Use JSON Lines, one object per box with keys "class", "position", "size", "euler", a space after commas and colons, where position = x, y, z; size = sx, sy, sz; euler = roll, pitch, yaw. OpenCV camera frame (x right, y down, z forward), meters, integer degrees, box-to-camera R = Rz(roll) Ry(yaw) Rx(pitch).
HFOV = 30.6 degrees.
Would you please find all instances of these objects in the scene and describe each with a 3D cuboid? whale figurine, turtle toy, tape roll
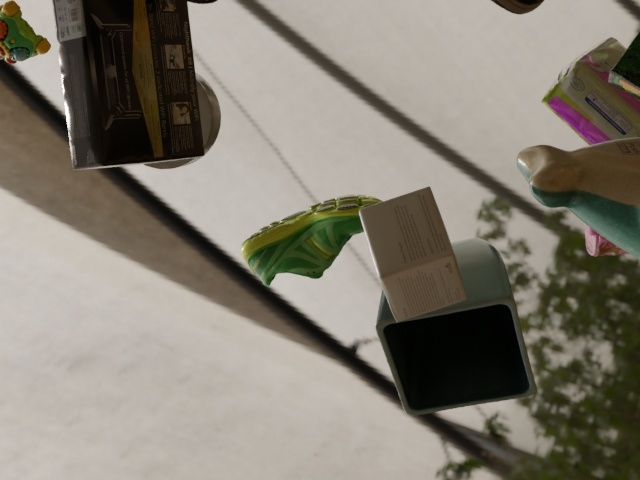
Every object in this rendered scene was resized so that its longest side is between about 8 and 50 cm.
{"class": "whale figurine", "position": [0.354, -0.038, 1.322], "size": [0.216, 0.271, 0.141], "euler": [-99, 16, -63]}
{"class": "turtle toy", "position": [-0.477, -0.309, 1.796], "size": [0.066, 0.130, 0.095], "euler": [-48, -66, -21]}
{"class": "tape roll", "position": [-0.326, -0.263, 2.495], "size": [0.072, 0.219, 0.219], "euler": [-35, -39, -76]}

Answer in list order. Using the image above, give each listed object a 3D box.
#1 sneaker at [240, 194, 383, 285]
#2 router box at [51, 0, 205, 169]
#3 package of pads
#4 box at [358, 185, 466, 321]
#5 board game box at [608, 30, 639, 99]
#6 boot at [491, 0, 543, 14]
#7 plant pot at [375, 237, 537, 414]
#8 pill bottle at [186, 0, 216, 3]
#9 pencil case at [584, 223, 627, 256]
{"class": "sneaker", "position": [0.000, 0.000, 2.156], "size": [0.124, 0.295, 0.109], "euler": [65, -159, -13]}
{"class": "router box", "position": [-0.323, -0.283, 1.992], "size": [0.243, 0.081, 0.309], "euler": [-10, -84, -51]}
{"class": "package of pads", "position": [0.510, -0.225, 1.986], "size": [0.101, 0.229, 0.296], "euler": [-50, -8, 30]}
{"class": "box", "position": [0.103, 0.016, 1.307], "size": [0.102, 0.087, 0.101], "euler": [67, -174, -52]}
{"class": "board game box", "position": [0.408, -0.134, 1.059], "size": [0.136, 0.259, 0.030], "euler": [-54, -17, -7]}
{"class": "boot", "position": [0.333, -0.499, 1.768], "size": [0.284, 0.138, 0.377], "euler": [-39, -27, 26]}
{"class": "plant pot", "position": [0.248, 0.134, 2.174], "size": [0.252, 0.247, 0.247], "euler": [-87, -19, -51]}
{"class": "pill bottle", "position": [-0.190, -0.512, 1.927], "size": [0.219, 0.122, 0.123], "euler": [-67, -11, 27]}
{"class": "pencil case", "position": [0.758, -0.029, 2.518], "size": [0.167, 0.385, 0.160], "euler": [83, -167, -65]}
